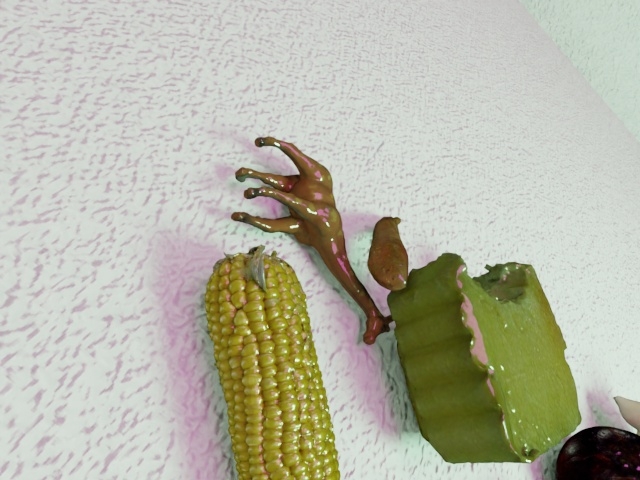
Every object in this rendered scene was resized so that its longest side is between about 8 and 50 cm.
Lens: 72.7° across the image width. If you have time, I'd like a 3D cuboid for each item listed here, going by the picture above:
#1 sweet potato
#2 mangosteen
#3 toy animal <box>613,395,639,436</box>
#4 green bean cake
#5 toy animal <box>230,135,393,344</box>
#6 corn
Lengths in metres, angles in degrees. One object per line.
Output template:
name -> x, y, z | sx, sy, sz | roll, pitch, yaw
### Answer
sweet potato -> 0.089, 0.002, 0.573 | 0.050, 0.050, 0.214 | 40, 23, -11
mangosteen -> 0.404, 0.339, 0.599 | 0.152, 0.152, 0.152 | 18, 55, -28
toy animal -> 0.570, 0.397, 0.644 | 0.213, 0.195, 0.256 | 64, 37, -28
green bean cake -> 0.203, 0.136, 0.544 | 0.236, 0.124, 0.233 | 7, 64, -42
toy animal -> 0.000, 0.000, 0.534 | 0.230, 0.066, 0.224 | 25, 51, -34
corn -> -0.038, 0.146, 0.397 | 0.106, 0.106, 0.293 | -3, 68, -38
